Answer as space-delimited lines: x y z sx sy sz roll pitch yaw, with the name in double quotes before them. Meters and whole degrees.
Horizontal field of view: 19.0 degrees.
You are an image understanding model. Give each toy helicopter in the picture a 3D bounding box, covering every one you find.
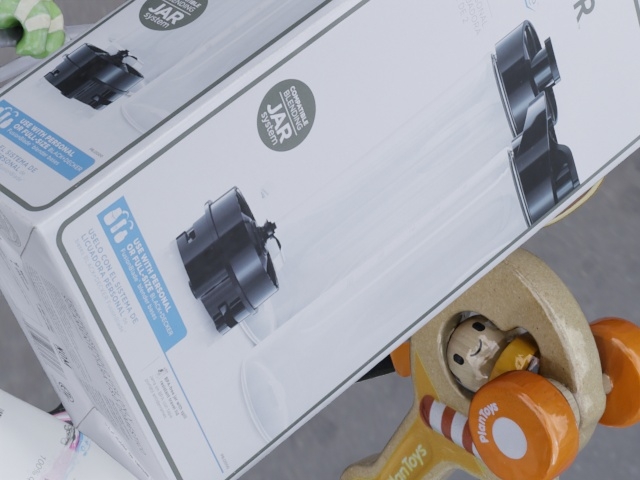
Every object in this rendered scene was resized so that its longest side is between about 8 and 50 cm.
"toy helicopter" 0.091 0.128 1.501 0.140 0.355 0.235 -26 69 -39

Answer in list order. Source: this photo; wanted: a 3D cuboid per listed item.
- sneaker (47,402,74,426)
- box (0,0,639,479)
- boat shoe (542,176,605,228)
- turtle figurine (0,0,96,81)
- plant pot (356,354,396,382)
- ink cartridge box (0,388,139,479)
"sneaker" -0.209 0.165 1.816 0.178 0.072 0.077 -16 70 -28
"box" 0.004 -0.046 0.784 0.290 0.087 0.169 -38 131 -21
"boat shoe" 0.214 -0.087 1.549 0.178 0.060 0.064 -46 62 0
"turtle figurine" -0.216 -0.076 1.080 0.275 0.197 0.266 48 62 -49
"plant pot" 0.000 0.000 1.619 0.187 0.188 0.167 -16 131 15
"ink cartridge box" -0.239 0.216 1.334 0.232 0.168 0.171 29 60 -9
